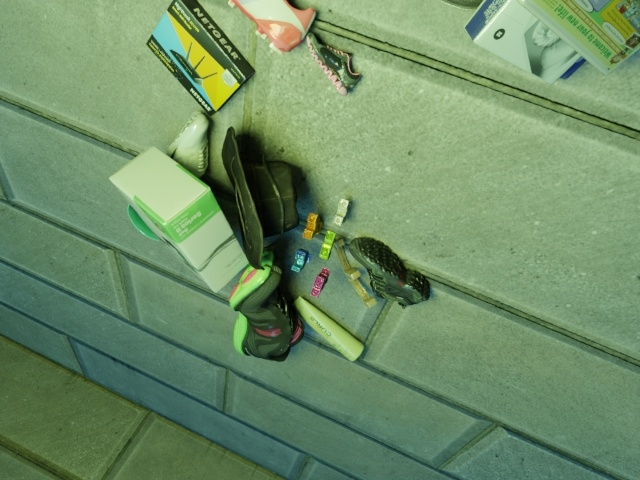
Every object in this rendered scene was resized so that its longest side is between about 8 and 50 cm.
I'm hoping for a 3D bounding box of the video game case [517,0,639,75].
[{"bbox_3d":[0.342,-0.293,0.432,0.212,0.023,0.193,10,140,-34],"label":"video game case"}]

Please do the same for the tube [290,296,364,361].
[{"bbox_3d":[0.015,0.253,1.192,0.240,0.062,0.070,40,104,-3],"label":"tube"}]

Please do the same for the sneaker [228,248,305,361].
[{"bbox_3d":[-0.130,0.194,1.140,0.202,0.185,0.483,21,145,7],"label":"sneaker"}]

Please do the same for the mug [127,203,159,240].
[{"bbox_3d":[-0.425,-0.068,1.105,0.129,0.097,0.158,10,132,18],"label":"mug"}]

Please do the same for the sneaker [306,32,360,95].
[{"bbox_3d":[0.025,-0.313,0.715,0.057,0.047,0.119,-35,110,19],"label":"sneaker"}]

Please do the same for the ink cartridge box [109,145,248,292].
[{"bbox_3d":[-0.304,-0.037,0.936,0.211,0.121,0.289,34,157,28],"label":"ink cartridge box"}]

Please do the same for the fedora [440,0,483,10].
[{"bbox_3d":[0.189,-0.407,0.487,0.275,0.124,0.243,39,134,-9],"label":"fedora"}]

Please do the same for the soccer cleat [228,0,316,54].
[{"bbox_3d":[-0.118,-0.420,0.675,0.248,0.083,0.095,44,104,-7],"label":"soccer cleat"}]

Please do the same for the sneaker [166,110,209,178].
[{"bbox_3d":[-0.294,-0.201,0.945,0.094,0.090,0.235,35,142,-17],"label":"sneaker"}]

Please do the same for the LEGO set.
[{"bbox_3d":[0.000,0.000,0.940,0.087,0.093,0.227,21,105,10],"label":"LEGO set"}]

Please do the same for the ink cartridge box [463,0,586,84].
[{"bbox_3d":[0.326,-0.298,0.485,0.223,0.045,0.223,7,143,-28],"label":"ink cartridge box"}]

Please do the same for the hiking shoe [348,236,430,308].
[{"bbox_3d":[0.142,0.087,0.963,0.227,0.086,0.114,38,131,-9],"label":"hiking shoe"}]

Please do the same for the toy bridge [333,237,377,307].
[{"bbox_3d":[0.078,0.080,1.006,0.188,0.026,0.063,61,169,-10],"label":"toy bridge"}]

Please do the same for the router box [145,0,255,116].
[{"bbox_3d":[-0.233,-0.353,0.798,0.133,0.046,0.179,-28,112,40],"label":"router box"}]

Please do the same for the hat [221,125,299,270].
[{"bbox_3d":[-0.113,-0.095,0.873,0.133,0.331,0.331,-15,132,-15],"label":"hat"}]
